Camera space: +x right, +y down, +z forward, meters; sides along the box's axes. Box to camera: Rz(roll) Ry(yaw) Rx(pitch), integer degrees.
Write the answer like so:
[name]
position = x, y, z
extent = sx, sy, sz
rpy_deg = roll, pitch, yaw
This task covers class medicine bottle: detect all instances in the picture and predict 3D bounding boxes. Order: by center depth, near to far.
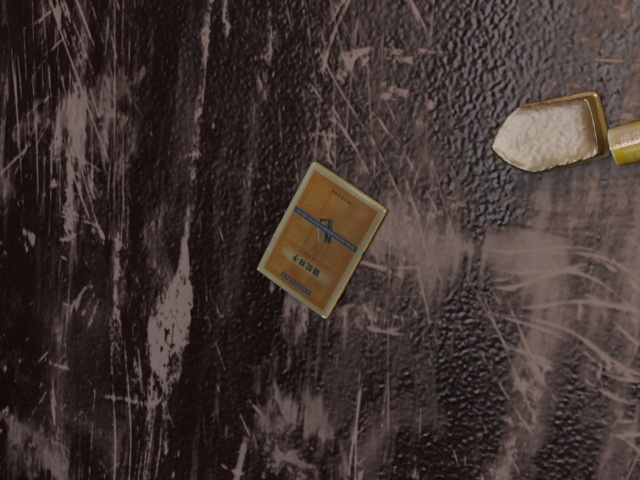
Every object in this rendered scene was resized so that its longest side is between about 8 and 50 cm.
[medicine bottle]
position = 0.542, -0.166, 1.440
extent = 0.218, 0.074, 0.073
rpy_deg = -15, 91, 30

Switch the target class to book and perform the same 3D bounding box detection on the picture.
[book]
position = 0.000, 0.000, 1.769
extent = 0.170, 0.018, 0.241
rpy_deg = 35, 112, 18

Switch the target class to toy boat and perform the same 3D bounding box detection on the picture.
[toy boat]
position = 0.353, -0.165, 1.539
extent = 0.188, 0.061, 0.116
rpy_deg = -12, 93, 28
